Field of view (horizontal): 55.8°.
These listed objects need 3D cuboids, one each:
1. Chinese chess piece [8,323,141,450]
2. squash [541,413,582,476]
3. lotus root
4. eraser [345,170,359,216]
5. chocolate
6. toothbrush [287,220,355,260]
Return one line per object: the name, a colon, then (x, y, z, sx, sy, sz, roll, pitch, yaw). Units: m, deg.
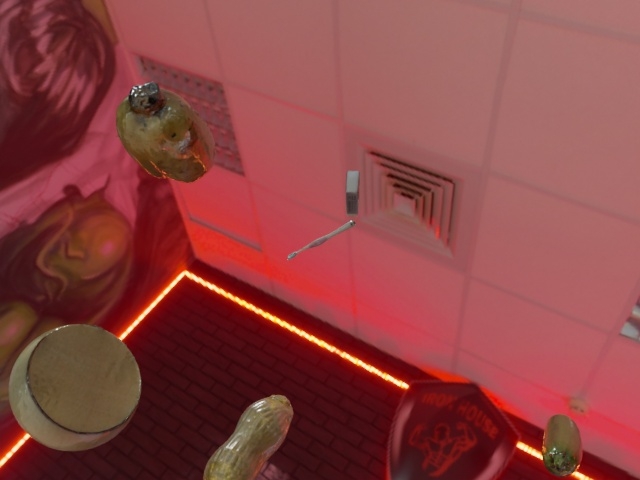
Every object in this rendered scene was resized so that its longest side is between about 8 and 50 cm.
Chinese chess piece: (-0.480, 0.288, 1.201, 0.250, 0.249, 0.103, 46, -54, -10)
squash: (0.421, 0.362, 1.054, 0.066, 0.252, 0.066, 1, -88, 23)
lotus root: (-0.295, -0.201, 1.163, 0.160, 0.146, 0.284, -6, -22, 2)
eraser: (0.067, -0.097, 1.269, 0.029, 0.052, 0.122, 4, -22, 5)
chocolate: (-0.179, 0.514, 1.517, 0.134, 0.309, 0.134, 21, -45, 23)
toothbrush: (0.000, 0.000, 1.511, 0.204, 0.022, 0.017, -29, -69, 19)
